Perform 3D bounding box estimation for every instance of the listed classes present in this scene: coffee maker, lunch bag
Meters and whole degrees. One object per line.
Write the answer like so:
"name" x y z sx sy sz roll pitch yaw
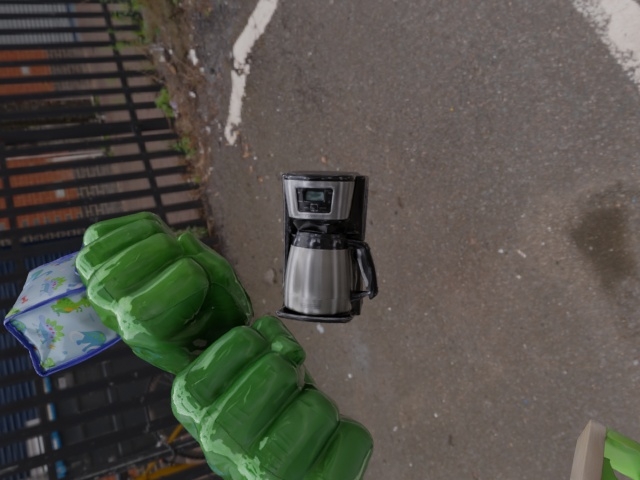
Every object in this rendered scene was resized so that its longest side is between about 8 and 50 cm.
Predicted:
"coffee maker" 0.000 0.000 0.705 0.171 0.120 0.178 -151 63 -77
"lunch bag" -0.243 0.056 0.603 0.129 0.151 0.096 -125 15 -64

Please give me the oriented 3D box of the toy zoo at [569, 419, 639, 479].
"toy zoo" 0.305 0.252 0.352 0.293 0.192 0.030 26 120 21

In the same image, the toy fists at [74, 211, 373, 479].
"toy fists" -0.072 0.082 0.395 0.279 0.096 0.142 43 168 27
